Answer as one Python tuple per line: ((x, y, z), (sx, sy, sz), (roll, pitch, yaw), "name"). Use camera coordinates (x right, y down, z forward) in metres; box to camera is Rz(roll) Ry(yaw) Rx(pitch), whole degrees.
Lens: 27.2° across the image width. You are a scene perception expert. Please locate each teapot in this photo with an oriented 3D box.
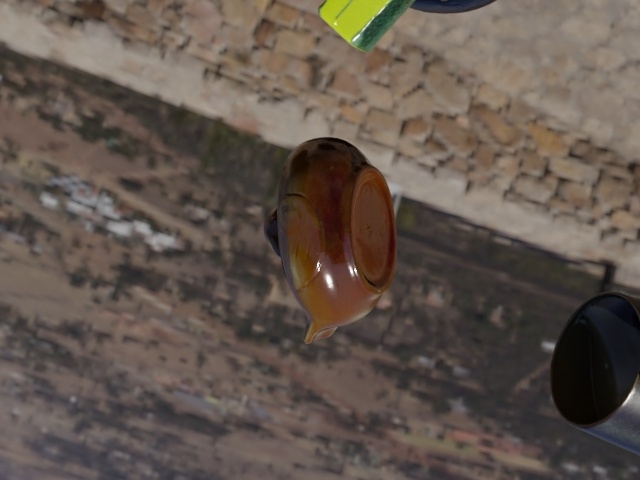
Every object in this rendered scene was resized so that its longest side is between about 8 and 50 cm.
((0.000, 0.000, 0.832), (0.078, 0.129, 0.098), (-3, -173, 30), "teapot")

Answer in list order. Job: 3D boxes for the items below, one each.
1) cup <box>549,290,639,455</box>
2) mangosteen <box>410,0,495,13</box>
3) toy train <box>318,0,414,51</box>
((0.361, 0.132, 1.300), (0.177, 0.166, 0.239), (21, 158, -25), "cup")
((0.153, -0.432, 1.673), (0.275, 0.275, 0.302), (27, -165, -28), "mangosteen")
((0.093, -0.406, 1.395), (0.272, 0.442, 0.179), (42, -169, 1), "toy train")
